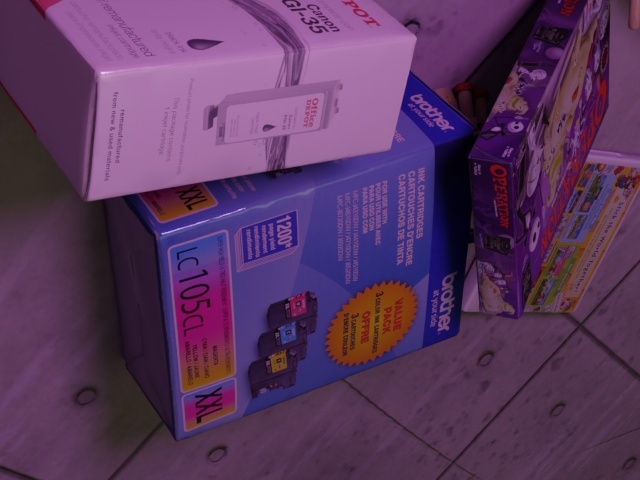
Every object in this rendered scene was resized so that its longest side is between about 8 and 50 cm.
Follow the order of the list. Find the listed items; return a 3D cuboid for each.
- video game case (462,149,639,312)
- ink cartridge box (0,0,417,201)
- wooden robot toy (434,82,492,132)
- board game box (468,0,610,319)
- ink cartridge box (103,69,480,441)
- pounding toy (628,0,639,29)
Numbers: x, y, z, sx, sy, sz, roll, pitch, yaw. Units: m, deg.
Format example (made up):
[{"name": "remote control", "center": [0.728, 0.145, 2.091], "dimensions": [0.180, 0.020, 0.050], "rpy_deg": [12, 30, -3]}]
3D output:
[{"name": "video game case", "center": [0.285, -0.010, 1.627], "dimensions": [0.206, 0.026, 0.227], "rpy_deg": [3, 120, -39]}, {"name": "ink cartridge box", "center": [-0.097, -0.151, 1.081], "dimensions": [0.283, 0.207, 0.117], "rpy_deg": [-12, 131, -31]}, {"name": "wooden robot toy", "center": [0.151, -0.115, 1.427], "dimensions": [0.079, 0.076, 0.173], "rpy_deg": [-26, 151, 36]}, {"name": "board game box", "center": [0.228, -0.114, 1.341], "dimensions": [0.208, 0.056, 0.347], "rpy_deg": [84, 27, -46]}, {"name": "ink cartridge box", "center": [0.000, 0.000, 1.316], "dimensions": [0.395, 0.151, 0.270], "rpy_deg": [-20, 133, -23]}, {"name": "pounding toy", "center": [0.354, -0.308, 1.384], "dimensions": [0.206, 0.094, 0.181], "rpy_deg": [28, 103, -46]}]
